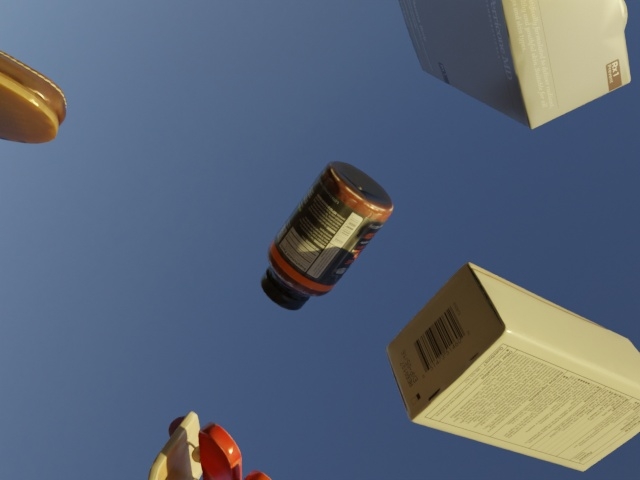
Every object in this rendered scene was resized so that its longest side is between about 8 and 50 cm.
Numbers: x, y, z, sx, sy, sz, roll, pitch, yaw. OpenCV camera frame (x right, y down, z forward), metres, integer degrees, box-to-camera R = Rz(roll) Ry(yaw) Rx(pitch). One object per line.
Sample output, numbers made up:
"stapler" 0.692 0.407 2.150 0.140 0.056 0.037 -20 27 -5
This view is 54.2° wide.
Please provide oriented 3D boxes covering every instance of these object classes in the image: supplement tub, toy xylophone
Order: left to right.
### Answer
"toy xylophone" -0.032 0.296 0.519 0.323 0.236 0.081 38 -128 18
"supplement tub" 0.000 0.000 0.823 0.198 0.106 0.106 -53 -135 24

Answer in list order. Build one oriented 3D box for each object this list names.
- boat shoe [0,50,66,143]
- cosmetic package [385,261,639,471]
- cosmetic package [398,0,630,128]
"boat shoe" -0.280 -0.136 0.447 0.073 0.207 0.073 124 -17 -53
"cosmetic package" 0.251 0.162 0.748 0.160 0.309 0.113 -51 -147 25
"cosmetic package" 0.162 -0.205 0.575 0.107 0.127 0.238 -25 -152 1
